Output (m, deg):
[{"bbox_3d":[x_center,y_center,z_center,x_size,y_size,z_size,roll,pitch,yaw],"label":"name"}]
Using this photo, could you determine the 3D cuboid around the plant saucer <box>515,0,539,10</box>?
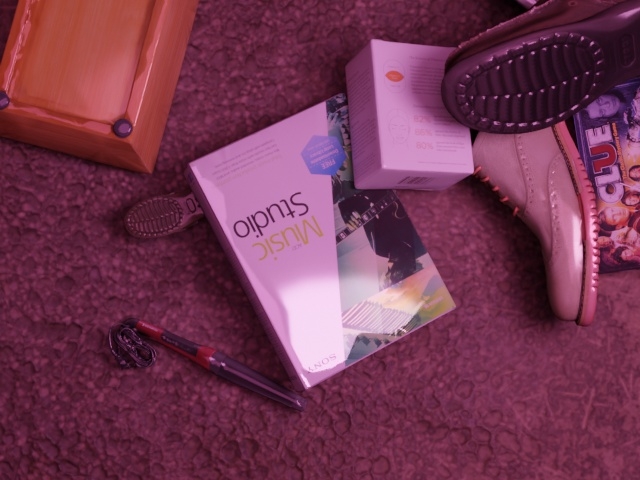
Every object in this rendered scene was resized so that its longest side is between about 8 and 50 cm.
[{"bbox_3d":[0.372,-0.459,1.475,0.400,0.100,0.400,0,86,0],"label":"plant saucer"}]

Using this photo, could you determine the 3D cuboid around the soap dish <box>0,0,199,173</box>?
[{"bbox_3d":[-0.294,-0.254,1.445,0.229,0.118,0.291,15,87,0],"label":"soap dish"}]

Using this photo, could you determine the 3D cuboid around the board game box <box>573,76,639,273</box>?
[{"bbox_3d":[0.421,-0.087,1.435,0.165,0.042,0.243,-10,88,31],"label":"board game box"}]

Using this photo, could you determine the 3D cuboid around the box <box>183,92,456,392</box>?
[{"bbox_3d":[0.000,0.000,1.435,0.232,0.058,0.322,-27,88,-17],"label":"box"}]

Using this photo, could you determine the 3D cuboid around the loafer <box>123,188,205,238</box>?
[{"bbox_3d":[-0.183,-0.038,1.464,0.148,0.050,0.056,-17,84,-3],"label":"loafer"}]

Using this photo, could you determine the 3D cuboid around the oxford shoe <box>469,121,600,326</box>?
[{"bbox_3d":[0.265,-0.077,1.438,0.146,0.140,0.397,-10,75,2],"label":"oxford shoe"}]

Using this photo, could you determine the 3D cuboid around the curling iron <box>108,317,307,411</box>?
[{"bbox_3d":[-0.147,0.169,1.458,0.274,0.035,0.068,18,90,1],"label":"curling iron"}]

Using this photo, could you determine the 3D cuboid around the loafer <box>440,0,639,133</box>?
[{"bbox_3d":[0.302,-0.241,1.355,0.366,0.134,0.130,-21,41,-11],"label":"loafer"}]

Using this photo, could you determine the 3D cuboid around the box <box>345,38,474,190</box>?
[{"bbox_3d":[0.111,-0.156,1.425,0.130,0.091,0.170,2,75,-21],"label":"box"}]
